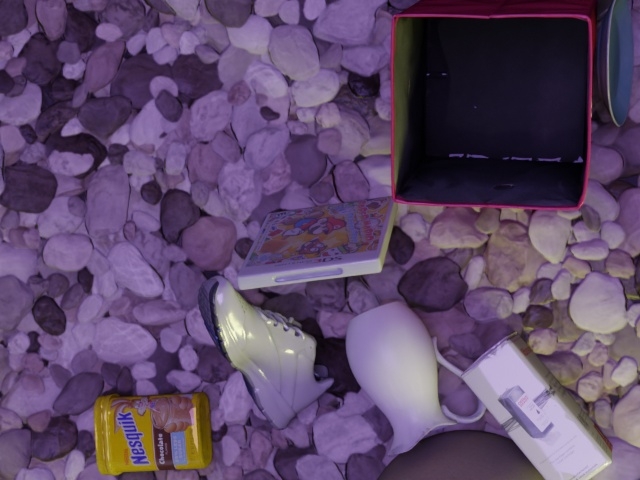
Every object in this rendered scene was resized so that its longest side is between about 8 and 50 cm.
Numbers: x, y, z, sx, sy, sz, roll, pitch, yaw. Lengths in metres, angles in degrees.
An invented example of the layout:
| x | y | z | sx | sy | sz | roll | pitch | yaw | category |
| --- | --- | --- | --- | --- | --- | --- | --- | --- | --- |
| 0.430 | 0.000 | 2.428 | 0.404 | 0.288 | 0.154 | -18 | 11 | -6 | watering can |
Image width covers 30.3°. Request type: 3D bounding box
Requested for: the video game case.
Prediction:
| x | y | z | sx | sy | sz | roll | pitch | yaw | category |
| --- | --- | --- | --- | --- | --- | --- | --- | --- | --- |
| 0.000 | 0.000 | 1.727 | 0.206 | 0.227 | 0.026 | -8 | 113 | 13 | video game case |

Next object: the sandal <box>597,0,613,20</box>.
| x | y | z | sx | sy | sz | roll | pitch | yaw | category |
| --- | --- | --- | --- | --- | --- | --- | --- | --- | --- |
| 0.363 | -0.358 | 1.713 | 0.303 | 0.086 | 0.120 | -43 | 79 | 9 | sandal |

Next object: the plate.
| x | y | z | sx | sy | sz | roll | pitch | yaw | category |
| --- | --- | --- | --- | --- | --- | --- | --- | --- | --- |
| 0.409 | -0.252 | 1.650 | 0.024 | 0.188 | 0.188 | 2 | 89 | 25 | plate |

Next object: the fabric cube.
| x | y | z | sx | sy | sz | roll | pitch | yaw | category |
| --- | --- | --- | --- | --- | --- | --- | --- | --- | --- |
| 0.244 | -0.197 | 1.617 | 0.259 | 0.258 | 0.254 | 3 | 107 | 14 | fabric cube |

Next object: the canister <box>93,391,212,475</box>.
| x | y | z | sx | sy | sz | roll | pitch | yaw | category |
| --- | --- | --- | --- | --- | --- | --- | --- | --- | --- |
| -0.260 | 0.300 | 1.851 | 0.170 | 0.073 | 0.126 | -5 | 87 | 12 | canister |

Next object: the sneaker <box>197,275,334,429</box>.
| x | y | z | sx | sy | sz | roll | pitch | yaw | category |
| --- | --- | --- | --- | --- | --- | --- | --- | --- | --- |
| -0.083 | 0.148 | 1.746 | 0.129 | 0.297 | 0.111 | -33 | 40 | -3 | sneaker |

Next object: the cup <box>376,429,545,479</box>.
| x | y | z | sx | sy | sz | roll | pitch | yaw | category |
| --- | --- | --- | --- | --- | --- | --- | --- | --- | --- |
| 0.196 | 0.443 | 1.651 | 0.331 | 0.237 | 0.331 | -1 | 87 | 13 | cup |

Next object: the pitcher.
| x | y | z | sx | sy | sz | roll | pitch | yaw | category |
| --- | --- | --- | --- | --- | --- | --- | --- | --- | --- |
| 0.139 | 0.192 | 1.742 | 0.178 | 0.125 | 0.207 | -17 | 78 | -24 | pitcher |

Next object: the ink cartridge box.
| x | y | z | sx | sy | sz | roll | pitch | yaw | category |
| --- | --- | --- | --- | --- | --- | --- | --- | --- | --- |
| 0.307 | 0.240 | 1.669 | 0.092 | 0.158 | 0.218 | -40 | 79 | 10 | ink cartridge box |
